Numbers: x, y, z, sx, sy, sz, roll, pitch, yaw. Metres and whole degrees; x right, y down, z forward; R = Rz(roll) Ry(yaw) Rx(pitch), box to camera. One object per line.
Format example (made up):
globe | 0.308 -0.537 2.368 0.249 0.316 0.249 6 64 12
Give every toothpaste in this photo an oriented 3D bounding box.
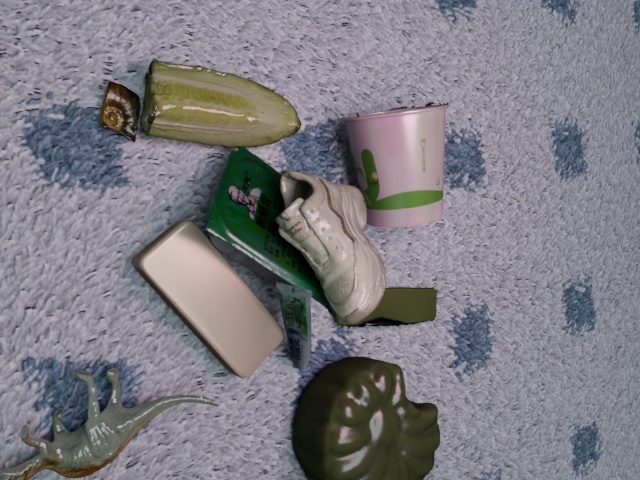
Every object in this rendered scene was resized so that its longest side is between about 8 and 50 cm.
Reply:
toothpaste | -0.048 0.187 1.147 0.296 0.075 0.048 88 19 -48

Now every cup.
cup | 0.187 -0.181 1.285 0.253 0.253 0.273 -17 107 -30

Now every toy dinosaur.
toy dinosaur | -0.392 0.331 1.014 0.393 0.092 0.205 0 90 -32

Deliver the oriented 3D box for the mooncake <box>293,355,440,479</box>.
mooncake | 0.110 0.451 1.259 0.351 0.187 0.351 -1 93 -32

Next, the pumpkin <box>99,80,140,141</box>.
pumpkin | -0.389 -0.248 1.053 0.073 0.035 0.101 15 79 -41

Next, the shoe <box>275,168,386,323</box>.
shoe | 0.000 0.000 1.063 0.211 0.132 0.342 21 43 -35

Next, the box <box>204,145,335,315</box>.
box | -0.101 -0.010 1.145 0.337 0.106 0.264 35 40 -25

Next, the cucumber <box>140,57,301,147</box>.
cucumber | -0.206 -0.267 1.124 0.325 0.105 0.145 0 63 -31

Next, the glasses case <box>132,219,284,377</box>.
glasses case | -0.224 0.124 1.122 0.144 0.076 0.336 -44 111 -23

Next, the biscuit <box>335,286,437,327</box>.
biscuit | 0.169 0.169 1.378 0.323 0.038 0.099 1 86 -30
